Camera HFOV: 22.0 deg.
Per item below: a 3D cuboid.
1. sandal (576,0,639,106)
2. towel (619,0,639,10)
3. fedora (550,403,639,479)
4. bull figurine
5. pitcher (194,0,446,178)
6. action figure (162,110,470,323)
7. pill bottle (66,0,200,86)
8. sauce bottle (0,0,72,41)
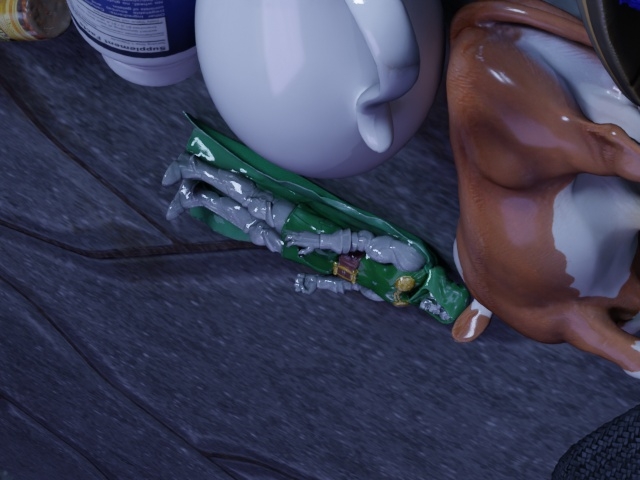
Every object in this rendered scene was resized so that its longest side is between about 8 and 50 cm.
[{"bbox_3d":[0.105,-0.142,0.660,0.219,0.090,0.060,44,173,-35],"label":"sandal"},{"bbox_3d":[0.215,-0.082,0.554,0.308,0.076,0.228,26,165,-27],"label":"towel"},{"bbox_3d":[0.238,0.165,1.005,0.152,0.334,0.334,58,166,17],"label":"fedora"},{"bbox_3d":[0.141,-0.005,0.883,0.188,0.101,0.310,27,159,26],"label":"bull figurine"},{"bbox_3d":[0.005,-0.101,0.789,0.207,0.125,0.177,77,169,-58],"label":"pitcher"},{"bbox_3d":[0.000,0.000,1.174,0.232,0.063,0.137,23,155,12],"label":"action figure"},{"bbox_3d":[-0.095,-0.153,0.898,0.094,0.094,0.169,28,160,10],"label":"pill bottle"},{"bbox_3d":[-0.220,-0.157,1.142,0.128,0.042,0.042,4,146,50],"label":"sauce bottle"}]
